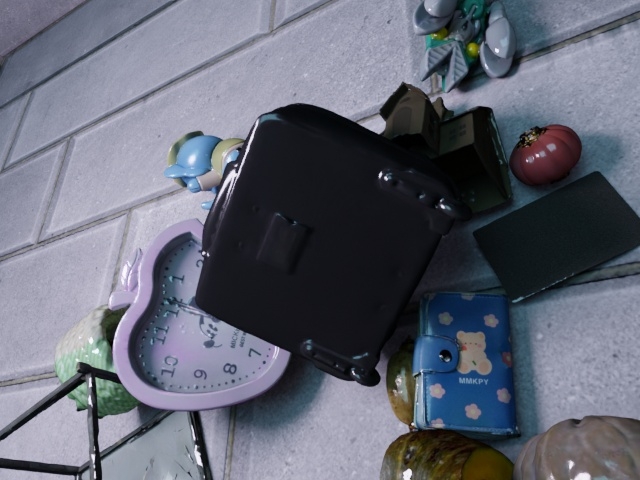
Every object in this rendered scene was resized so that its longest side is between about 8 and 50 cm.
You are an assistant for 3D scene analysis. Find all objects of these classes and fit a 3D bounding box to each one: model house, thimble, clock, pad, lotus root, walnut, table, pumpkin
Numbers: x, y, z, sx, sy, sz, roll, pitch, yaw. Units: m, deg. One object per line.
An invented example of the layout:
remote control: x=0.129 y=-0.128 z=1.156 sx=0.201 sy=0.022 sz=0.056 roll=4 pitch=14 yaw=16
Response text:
model house: x=0.187 y=-0.180 z=0.904 sx=0.212 sy=0.204 sz=0.243 roll=-18 pitch=39 yaw=29
thimble: x=-0.418 y=0.238 z=1.069 sx=0.150 sy=0.219 sz=0.218 roll=-37 pitch=50 yaw=15
clock: x=-0.201 y=0.136 z=0.930 sx=0.339 sy=0.102 sz=0.338 roll=2 pitch=72 yaw=-6
pad: x=0.352 y=-0.009 z=0.784 sx=0.212 sy=0.003 sz=0.142 roll=-27 pitch=52 yaw=11
lotus root: x=0.134 y=0.214 z=0.791 sx=0.072 sy=0.063 sz=0.151 roll=3 pitch=60 yaw=0
walnut: x=0.308 y=0.292 z=0.538 sx=0.224 sy=0.224 sz=0.224 roll=-17 pitch=57 yaw=27
table: x=-0.418 y=0.420 z=0.924 sx=0.335 sy=0.272 sz=0.222 roll=-36 pitch=49 yaw=13
pumpkin: x=0.154 y=0.381 z=0.593 sx=0.139 sy=0.222 sz=0.317 roll=-25 pitch=29 yaw=35

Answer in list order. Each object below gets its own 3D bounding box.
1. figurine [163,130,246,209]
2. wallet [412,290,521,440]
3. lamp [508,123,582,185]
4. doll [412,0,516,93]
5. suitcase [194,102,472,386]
figurine: x=-0.253 y=-0.172 z=1.223 sx=0.262 sy=0.153 sz=0.180 roll=26 pitch=70 yaw=45
wallet: x=0.201 y=0.173 z=0.742 sx=0.141 sy=0.059 sz=0.202 roll=1 pitch=63 yaw=8
lamp: x=0.347 y=-0.132 z=0.815 sx=0.108 sy=0.092 sz=0.107 roll=-37 pitch=14 yaw=11
doll: x=0.259 y=-0.412 z=0.988 sx=0.195 sy=0.153 sz=0.258 roll=0 pitch=74 yaw=-5
suitcase: x=0.000 y=0.000 z=0.773 sx=0.188 sy=0.340 sz=0.345 roll=-67 pitch=1 yaw=-66
